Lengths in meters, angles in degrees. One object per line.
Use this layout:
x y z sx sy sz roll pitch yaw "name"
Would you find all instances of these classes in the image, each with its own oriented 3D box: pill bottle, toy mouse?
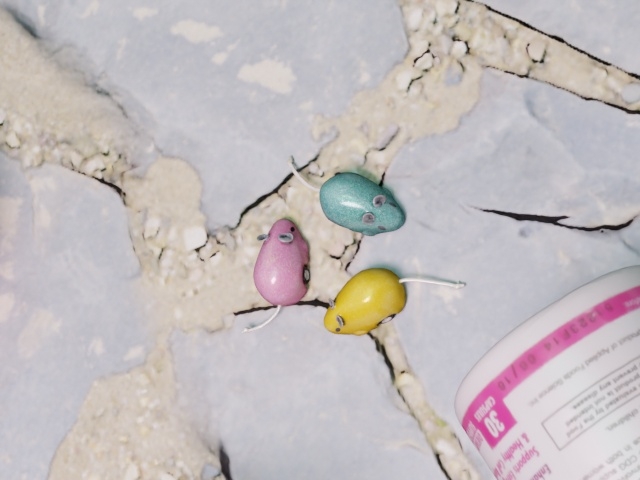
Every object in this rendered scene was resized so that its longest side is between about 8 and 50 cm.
0.218 0.170 1.169 0.160 0.160 0.283 -38 69 12 "pill bottle"
0.000 0.000 1.358 0.161 0.031 0.143 -26 72 16 "toy mouse"
